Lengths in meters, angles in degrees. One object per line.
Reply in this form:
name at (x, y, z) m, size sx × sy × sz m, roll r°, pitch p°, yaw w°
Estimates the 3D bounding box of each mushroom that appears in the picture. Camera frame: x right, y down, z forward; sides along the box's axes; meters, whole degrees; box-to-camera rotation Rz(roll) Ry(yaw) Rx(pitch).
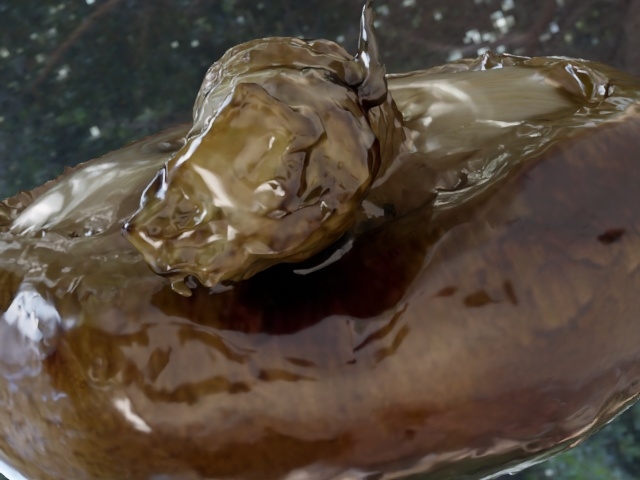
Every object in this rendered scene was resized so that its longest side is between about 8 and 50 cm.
mushroom at (0.003, 0.013, 0.562) m, size 0.278 × 0.297 × 0.163 m, roll -7°, pitch -96°, yaw -85°
